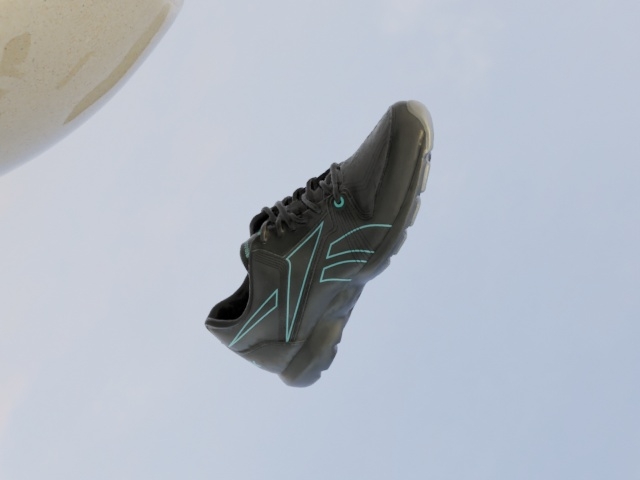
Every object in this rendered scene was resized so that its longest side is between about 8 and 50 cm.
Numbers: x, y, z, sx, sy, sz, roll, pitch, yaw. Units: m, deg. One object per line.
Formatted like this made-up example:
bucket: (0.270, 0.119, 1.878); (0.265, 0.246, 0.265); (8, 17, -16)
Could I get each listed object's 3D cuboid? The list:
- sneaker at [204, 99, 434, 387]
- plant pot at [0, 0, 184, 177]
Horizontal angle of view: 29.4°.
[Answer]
sneaker: (0.000, 0.000, 0.965); (0.267, 0.106, 0.101); (-61, -170, 23)
plant pot: (-0.190, -0.177, 0.726); (0.191, 0.284, 0.284); (-13, -127, 7)
